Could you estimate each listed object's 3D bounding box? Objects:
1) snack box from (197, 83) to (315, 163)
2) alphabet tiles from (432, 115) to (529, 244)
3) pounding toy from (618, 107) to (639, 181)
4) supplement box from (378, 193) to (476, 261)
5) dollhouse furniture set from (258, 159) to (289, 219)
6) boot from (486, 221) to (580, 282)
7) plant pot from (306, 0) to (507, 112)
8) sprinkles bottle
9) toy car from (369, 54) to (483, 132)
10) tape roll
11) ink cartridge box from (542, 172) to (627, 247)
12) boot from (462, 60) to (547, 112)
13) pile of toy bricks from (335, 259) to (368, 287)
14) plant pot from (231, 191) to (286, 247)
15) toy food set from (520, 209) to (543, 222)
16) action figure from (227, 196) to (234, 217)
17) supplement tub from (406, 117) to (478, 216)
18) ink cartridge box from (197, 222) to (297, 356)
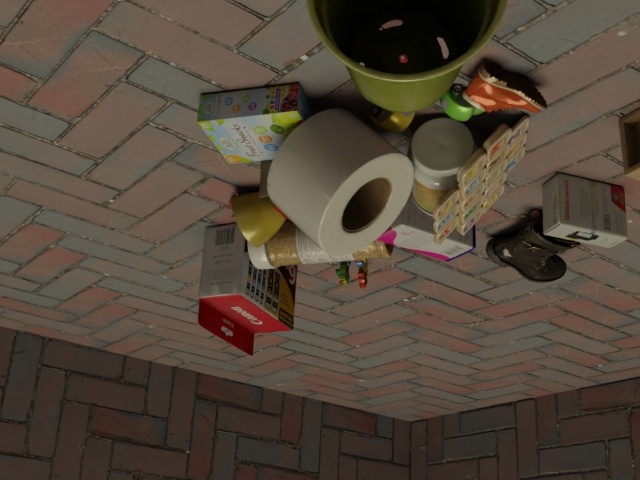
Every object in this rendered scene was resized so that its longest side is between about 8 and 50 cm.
[{"bbox_3d":[-0.116,-0.228,1.723,0.207,0.070,0.174,-3,156,17],"label":"snack box"},{"bbox_3d":[0.327,-0.116,1.739,0.021,0.278,0.284,41,167,22],"label":"alphabet tiles"},{"bbox_3d":[0.664,-0.163,1.606,0.094,0.206,0.181,15,153,-26],"label":"pounding toy"},{"bbox_3d":[0.249,-0.039,2.055,0.220,0.114,0.111,15,154,-29],"label":"supplement box"},{"bbox_3d":[0.021,-0.084,1.950,0.259,0.135,0.262,-10,153,27],"label":"dollhouse furniture set"},{"bbox_3d":[0.567,0.028,2.164,0.263,0.091,0.229,15,161,-22],"label":"boot"},{"bbox_3d":[0.127,-0.318,1.296,0.276,0.276,0.254,1,167,5],"label":"plant pot"},{"bbox_3d":[0.000,0.000,2.161,0.355,0.121,0.121,-5,155,18],"label":"sprinkles bottle"},{"bbox_3d":[0.213,-0.260,1.629,0.225,0.053,0.239,5,156,-3],"label":"toy car"},{"bbox_3d":[0.040,-0.114,1.697,0.246,0.169,0.246,-31,146,-24],"label":"tape roll"},{"bbox_3d":[0.588,-0.066,1.932,0.175,0.127,0.072,11,158,-16],"label":"ink cartridge box"},{"bbox_3d":[0.337,-0.263,1.583,0.158,0.059,0.084,21,133,-19],"label":"boot"},{"bbox_3d":[0.064,0.075,2.344,0.118,0.105,0.212,-3,155,14],"label":"pile of toy bricks"},{"bbox_3d":[-0.136,-0.063,2.050,0.095,0.134,0.134,-25,148,15],"label":"plant pot"},{"bbox_3d":[0.548,-0.060,2.082,0.078,0.019,0.122,23,149,-38],"label":"toy food set"},{"bbox_3d":[-0.209,-0.076,2.121,0.030,0.038,0.115,-35,161,-16],"label":"action figure"},{"bbox_3d":[0.251,-0.147,1.768,0.144,0.144,0.200,-1,156,8],"label":"supplement tub"},{"bbox_3d":[-0.189,0.139,2.315,0.130,0.272,0.309,-8,155,24],"label":"ink cartridge box"}]
